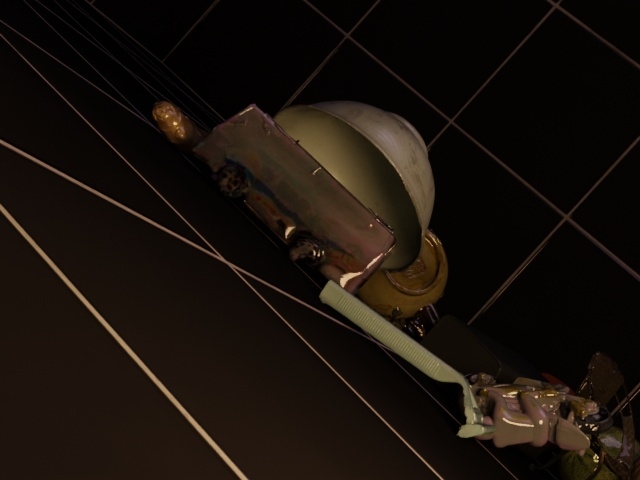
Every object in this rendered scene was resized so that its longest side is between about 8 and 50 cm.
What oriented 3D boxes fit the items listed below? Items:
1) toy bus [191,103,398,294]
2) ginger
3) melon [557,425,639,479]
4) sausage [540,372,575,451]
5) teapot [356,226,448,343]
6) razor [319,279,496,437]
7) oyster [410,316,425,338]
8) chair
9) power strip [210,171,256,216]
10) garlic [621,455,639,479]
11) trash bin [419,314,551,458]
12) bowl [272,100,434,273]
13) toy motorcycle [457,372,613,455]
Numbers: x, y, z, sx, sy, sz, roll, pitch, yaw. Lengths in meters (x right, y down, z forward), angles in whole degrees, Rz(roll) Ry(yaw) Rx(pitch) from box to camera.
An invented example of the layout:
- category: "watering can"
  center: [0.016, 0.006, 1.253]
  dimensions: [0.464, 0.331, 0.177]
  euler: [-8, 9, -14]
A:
- category: "toy bus"
  center: [-0.036, -0.061, 1.722]
  dimensions: [0.317, 0.138, 0.112]
  euler: [44, 2, 5]
- category: "ginger"
  center: [-0.199, -0.167, 1.877]
  dimensions: [0.089, 0.075, 0.288]
  euler: [38, 6, 14]
- category: "melon"
  center: [0.461, 0.370, 1.918]
  dimensions: [0.192, 0.139, 0.139]
  euler: [34, 8, -41]
- category: "sausage"
  center: [0.388, 0.302, 2.034]
  dimensions: [0.133, 0.133, 0.258]
  euler: [43, -4, 16]
- category: "teapot"
  center: [0.121, 0.064, 1.980]
  dimensions: [0.269, 0.173, 0.182]
  euler: [65, -28, 4]
- category: "razor"
  center: [0.111, 0.143, 1.489]
  dimensions: [0.278, 0.056, 0.111]
  euler: [43, 5, 17]
- category: "oyster"
  center: [0.278, 0.239, 2.174]
  dimensions: [0.345, 0.078, 0.128]
  euler: [44, 11, -15]
- category: "chair"
  center: [0.382, 0.275, 1.669]
  dimensions: [0.149, 0.213, 0.174]
  euler: [39, 0, 45]
- category: "power strip"
  center: [-0.066, -0.033, 1.874]
  dimensions: [0.279, 0.037, 0.109]
  euler: [42, 4, -9]
- category: "garlic"
  center: [0.487, 0.393, 1.757]
  dimensions: [0.212, 0.218, 0.218]
  euler: [12, 9, -9]
- category: "trash bin"
  center: [0.266, 0.226, 1.848]
  dimensions: [0.225, 0.115, 0.165]
  euler: [34, 9, -45]
- category: "bowl"
  center: [0.078, -0.113, 1.819]
  dimensions: [0.313, 0.146, 0.313]
  euler: [35, -31, 25]
- category: "toy motorcycle"
  center: [0.263, 0.231, 1.568]
  dimensions: [0.225, 0.073, 0.152]
  euler: [13, 24, 34]
